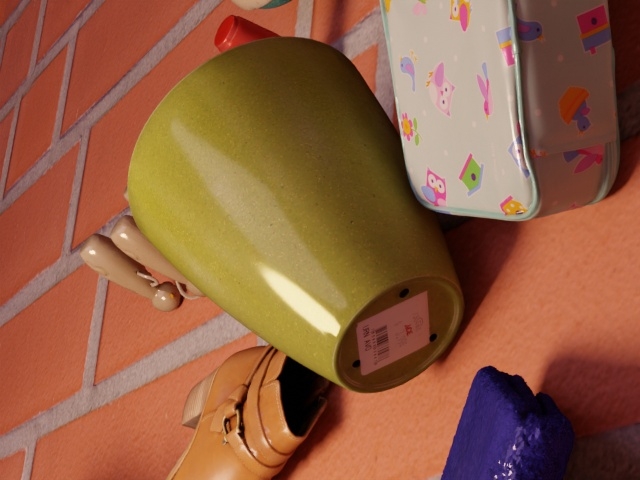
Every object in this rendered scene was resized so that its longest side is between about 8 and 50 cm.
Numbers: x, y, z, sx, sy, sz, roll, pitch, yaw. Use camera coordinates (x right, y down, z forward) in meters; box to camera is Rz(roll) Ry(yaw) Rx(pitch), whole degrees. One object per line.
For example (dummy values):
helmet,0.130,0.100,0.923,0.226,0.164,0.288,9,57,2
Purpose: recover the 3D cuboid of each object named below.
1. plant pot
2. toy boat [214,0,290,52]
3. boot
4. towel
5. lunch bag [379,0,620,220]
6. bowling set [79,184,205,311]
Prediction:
plant pot,0.000,0.000,1.293,0.293,0.275,0.275,52,122,40
toy boat,-0.033,-0.318,1.660,0.267,0.148,0.318,-27,44,49
boot,-0.071,0.242,1.444,0.220,0.109,0.283,-32,41,48
towel,0.118,0.258,1.017,0.227,0.076,0.308,-103,29,-86
lunch bag,0.141,-0.161,1.144,0.224,0.108,0.279,8,107,64
bowling set,-0.170,-0.031,1.767,0.287,0.154,0.200,-15,43,61
